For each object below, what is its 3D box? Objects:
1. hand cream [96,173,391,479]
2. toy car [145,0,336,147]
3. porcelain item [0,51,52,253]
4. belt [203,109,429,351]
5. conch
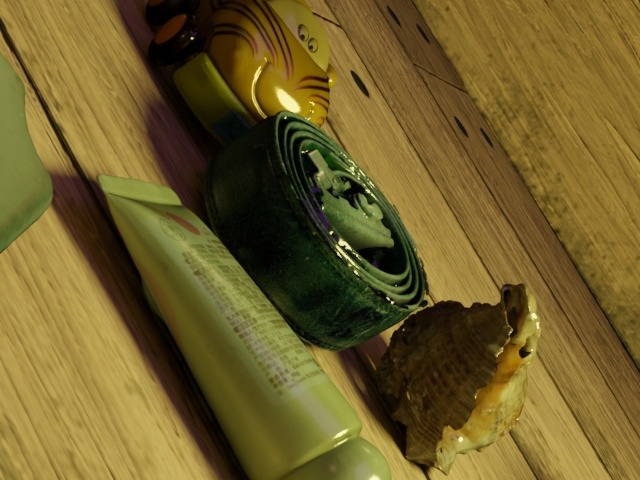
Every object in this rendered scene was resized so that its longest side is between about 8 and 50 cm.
[{"bbox_3d":[-0.058,0.078,1.139,0.306,0.093,0.147,58,14,12],"label":"hand cream"},{"bbox_3d":[-0.063,-0.186,1.546,0.200,0.142,0.248,45,17,-33],"label":"toy car"},{"bbox_3d":[-0.272,-0.067,0.656,0.286,0.157,0.281,54,18,-12],"label":"porcelain item"},{"bbox_3d":[0.000,0.000,1.425,0.267,0.116,0.206,35,29,-47],"label":"belt"},{"bbox_3d":[0.143,0.130,1.495,0.163,0.245,0.178,17,49,-11],"label":"conch"}]
